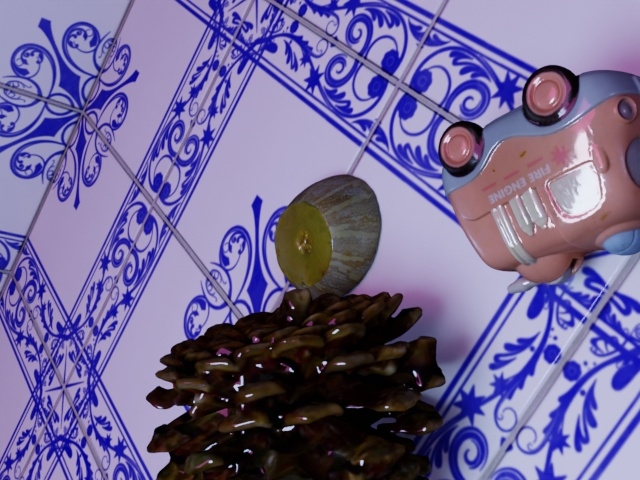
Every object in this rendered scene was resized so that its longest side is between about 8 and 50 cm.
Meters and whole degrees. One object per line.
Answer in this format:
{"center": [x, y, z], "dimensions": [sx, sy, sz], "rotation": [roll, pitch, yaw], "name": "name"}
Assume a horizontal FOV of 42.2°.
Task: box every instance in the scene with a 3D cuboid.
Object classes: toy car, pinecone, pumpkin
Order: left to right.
{"center": [-0.029, 0.239, 1.077], "dimensions": [0.397, 0.397, 0.398], "rotation": [-16, 67, 44], "name": "pinecone"}
{"center": [-0.010, -0.010, 1.324], "dimensions": [0.217, 0.110, 0.218], "rotation": [-10, 75, 41], "name": "pumpkin"}
{"center": [0.283, -0.065, 0.970], "dimensions": [0.270, 0.180, 0.213], "rotation": [-31, 68, 39], "name": "toy car"}
